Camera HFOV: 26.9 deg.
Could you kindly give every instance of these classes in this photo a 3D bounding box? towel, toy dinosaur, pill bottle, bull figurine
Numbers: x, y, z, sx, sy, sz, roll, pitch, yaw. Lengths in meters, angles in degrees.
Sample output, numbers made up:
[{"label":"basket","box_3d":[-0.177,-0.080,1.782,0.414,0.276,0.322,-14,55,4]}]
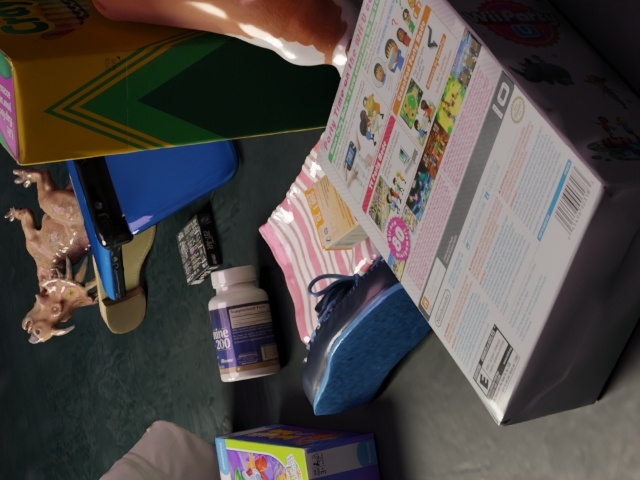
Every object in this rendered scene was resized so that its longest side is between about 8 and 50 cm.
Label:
[{"label":"towel","box_3d":[0.000,0.000,1.304,0.197,0.029,0.144,-55,50,54]},{"label":"toy dinosaur","box_3d":[-0.353,-0.014,1.922,0.200,0.127,0.296,42,122,42]},{"label":"pill bottle","box_3d":[-0.085,0.090,1.459,0.067,0.067,0.120,-18,81,64]},{"label":"bull figurine","box_3d":[-0.061,-0.242,1.130,0.310,0.101,0.188,11,95,19]}]

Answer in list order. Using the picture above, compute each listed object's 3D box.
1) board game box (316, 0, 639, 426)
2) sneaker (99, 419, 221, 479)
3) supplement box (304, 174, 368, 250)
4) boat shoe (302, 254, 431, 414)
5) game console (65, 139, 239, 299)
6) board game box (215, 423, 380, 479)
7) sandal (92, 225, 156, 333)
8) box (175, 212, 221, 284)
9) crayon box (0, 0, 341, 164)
[{"label":"board game box","box_3d":[0.120,-0.055,0.971,0.303,0.097,0.224,57,144,38]},{"label":"sneaker","box_3d":[-0.116,0.336,1.551,0.292,0.169,0.108,44,144,-6]},{"label":"supplement box","box_3d":[0.033,-0.038,1.190,0.098,0.036,0.062,-38,63,44]},{"label":"boat shoe","box_3d":[0.025,0.072,1.192,0.258,0.109,0.089,-55,46,52]},{"label":"game console","box_3d":[-0.220,-0.118,1.628,0.250,0.173,0.293,99,153,-61]},{"label":"board game box","box_3d":[-0.006,0.369,1.368,0.233,0.078,0.347,-12,87,64]},{"label":"sandal","box_3d":[-0.279,0.014,1.806,0.079,0.088,0.240,49,144,39]},{"label":"box","box_3d":[-0.148,0.011,1.617,0.083,0.018,0.067,-39,62,60]},{"label":"crayon box","box_3d":[-0.198,-0.193,1.326,0.363,0.313,0.106,38,130,55]}]
